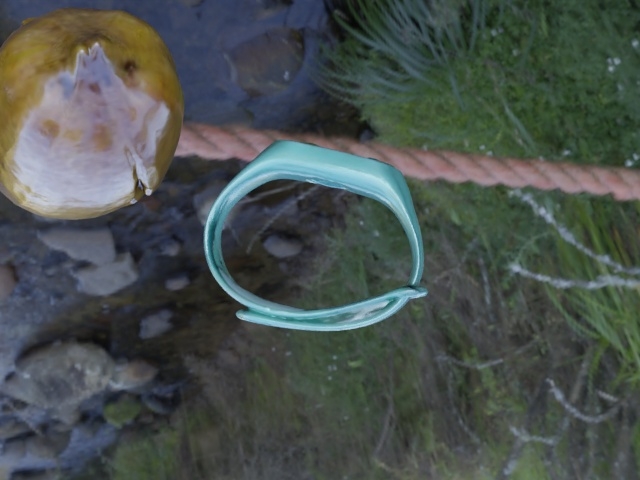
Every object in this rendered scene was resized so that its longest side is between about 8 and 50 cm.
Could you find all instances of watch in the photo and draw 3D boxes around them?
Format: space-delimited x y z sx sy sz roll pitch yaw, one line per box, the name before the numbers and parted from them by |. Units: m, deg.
watch | 0.000 0.000 0.864 0.237 0.195 0.068 13 175 8

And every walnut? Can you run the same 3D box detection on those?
walnut | -0.233 -0.128 0.825 0.209 0.209 0.336 -6 174 -21
